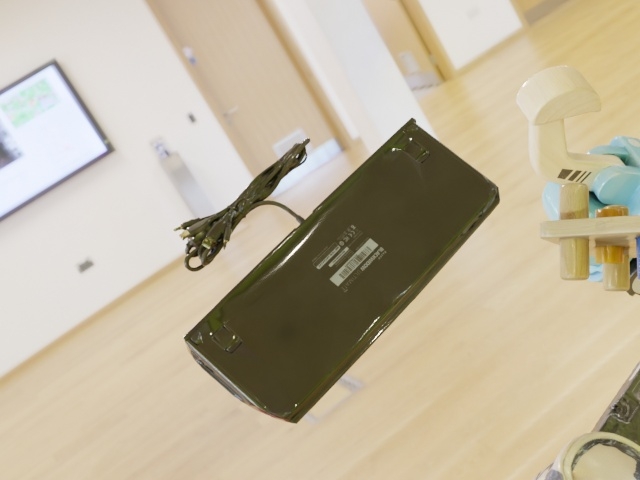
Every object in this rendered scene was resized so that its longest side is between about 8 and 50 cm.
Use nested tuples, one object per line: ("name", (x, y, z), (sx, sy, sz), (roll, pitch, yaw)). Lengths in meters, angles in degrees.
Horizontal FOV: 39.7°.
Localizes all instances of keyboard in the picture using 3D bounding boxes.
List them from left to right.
("keyboard", (0.000, 0.000, 0.813), (0.317, 0.201, 0.033), (-44, -14, -22))

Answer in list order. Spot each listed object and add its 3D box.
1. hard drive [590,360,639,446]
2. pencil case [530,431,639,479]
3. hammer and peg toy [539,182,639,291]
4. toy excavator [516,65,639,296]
("hard drive", (0.619, 0.344, 1.407), (0.237, 0.339, 0.064), (-47, -12, -23))
("pencil case", (0.264, 0.405, 1.060), (0.410, 0.184, 0.159), (-61, 32, 34))
("hammer and peg toy", (0.485, -0.010, 1.103), (0.361, 0.127, 0.266), (-4, -9, 35))
("toy excavator", (0.523, -0.106, 1.702), (0.446, 0.432, 0.222), (3, 42, -22))
